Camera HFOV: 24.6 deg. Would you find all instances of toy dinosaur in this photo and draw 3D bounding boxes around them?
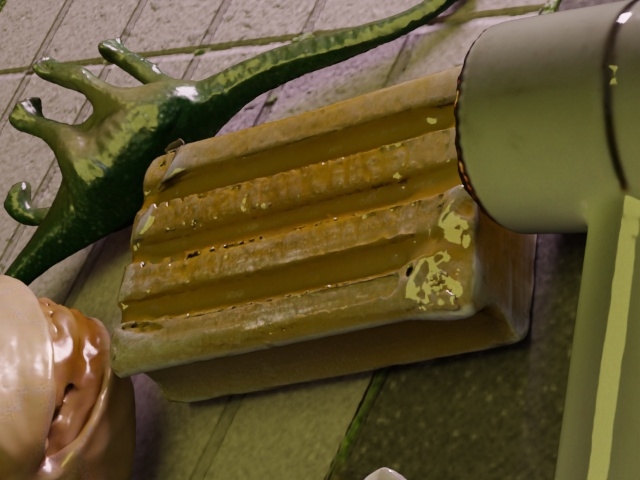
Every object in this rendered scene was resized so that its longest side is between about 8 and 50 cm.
[{"bbox_3d":[-0.097,-0.051,1.086,0.301,0.087,0.447,25,86,28],"label":"toy dinosaur"}]

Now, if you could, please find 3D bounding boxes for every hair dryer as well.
[{"bbox_3d":[0.165,0.042,0.758,0.203,0.128,0.362,-3,69,38],"label":"hair dryer"}]

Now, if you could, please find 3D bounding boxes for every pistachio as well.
[{"bbox_3d":[-0.204,0.118,0.997,0.157,0.157,0.229,-36,35,17],"label":"pistachio"}]

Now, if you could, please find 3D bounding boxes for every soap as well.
[{"bbox_3d":[0.000,0.000,0.936,0.274,0.089,0.173,-13,56,34],"label":"soap"}]

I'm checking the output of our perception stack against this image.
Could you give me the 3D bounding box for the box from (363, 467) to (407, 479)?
[{"bbox_3d":[0.100,0.256,0.407,0.143,0.225,0.341,-41,54,-15],"label":"box"}]
